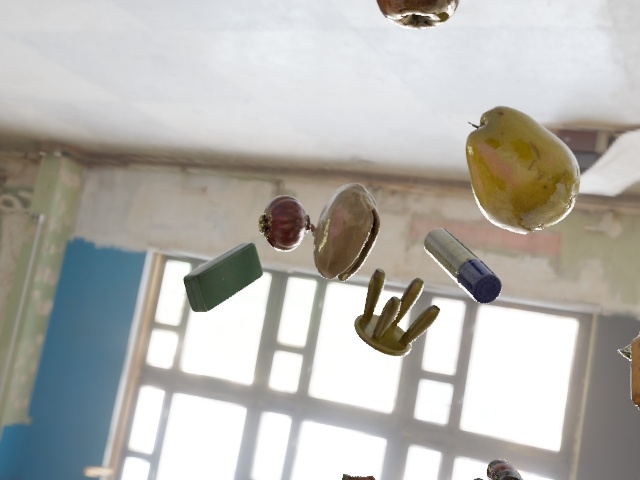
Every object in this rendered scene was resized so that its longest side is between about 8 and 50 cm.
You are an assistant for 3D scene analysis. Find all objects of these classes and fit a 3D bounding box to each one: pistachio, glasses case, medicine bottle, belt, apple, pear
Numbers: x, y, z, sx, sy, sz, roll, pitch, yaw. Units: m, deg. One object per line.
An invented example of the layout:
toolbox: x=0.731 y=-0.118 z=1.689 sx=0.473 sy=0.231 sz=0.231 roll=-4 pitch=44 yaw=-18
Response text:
pistachio: x=0.060 y=-0.019 z=1.926 sx=0.152 sy=0.223 sz=0.126 roll=14 pitch=-177 yaw=38
glasses case: x=-0.184 y=0.069 z=1.651 sx=0.039 sy=0.077 sz=0.184 roll=-3 pitch=-161 yaw=36
medicine bottle: x=0.252 y=0.042 z=1.545 sx=0.059 sy=0.059 sz=0.231 roll=13 pitch=-163 yaw=-19
belt: x=0.497 y=0.617 z=1.941 sx=0.360 sy=0.126 sz=0.094 roll=30 pitch=-174 yaw=-20
apple: x=0.204 y=-0.542 z=1.803 sx=0.188 sy=0.173 sz=0.188 roll=5 pitch=176 yaw=0
pear: x=0.518 y=-0.183 z=2.249 sx=0.285 sy=0.336 sz=0.285 roll=-25 pitch=164 yaw=-8

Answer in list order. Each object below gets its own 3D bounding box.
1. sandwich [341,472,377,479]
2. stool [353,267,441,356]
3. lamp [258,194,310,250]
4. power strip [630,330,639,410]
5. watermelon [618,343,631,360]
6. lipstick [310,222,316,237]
sandwich: x=0.075 y=0.430 z=1.454 sx=0.069 sy=0.101 sz=0.026 roll=-46 pitch=168 yaw=33
stool: x=0.127 y=0.125 z=1.479 sx=0.134 sy=0.110 sz=0.135 roll=35 pitch=-154 yaw=15
lamp: x=-0.063 y=-0.031 z=1.521 sx=0.090 sy=0.101 sz=0.101 roll=-4 pitch=176 yaw=-17
power strip: x=0.546 y=0.211 z=1.440 sx=0.049 sy=0.178 sz=0.028 roll=33 pitch=134 yaw=-14
watermelon: x=0.697 y=0.191 z=1.621 sx=0.245 sy=0.063 sz=0.119 roll=-23 pitch=-154 yaw=5
lipstick: x=0.000 y=0.000 z=2.248 sx=0.030 sy=0.129 sz=0.030 roll=-33 pitch=149 yaw=-2
